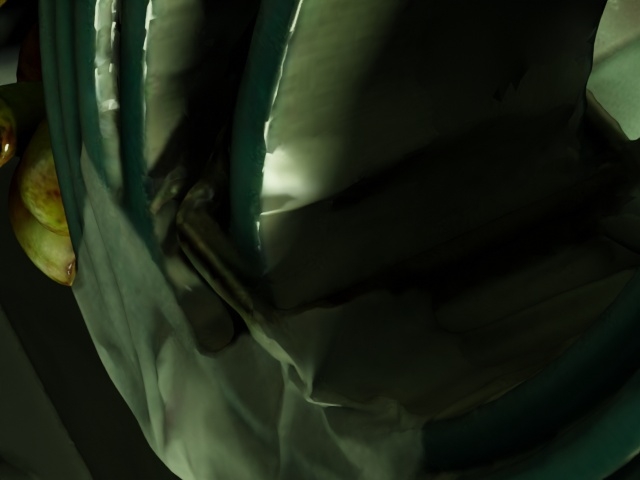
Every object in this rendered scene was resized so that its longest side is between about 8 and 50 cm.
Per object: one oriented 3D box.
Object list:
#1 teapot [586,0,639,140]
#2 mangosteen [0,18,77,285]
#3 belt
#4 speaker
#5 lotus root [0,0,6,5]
[{"bbox_3d":[0.275,-0.037,1.151,0.233,0.312,0.315,-28,174,17],"label":"teapot"},{"bbox_3d":[-0.060,-0.046,0.758,0.230,0.194,0.194,6,161,-18],"label":"mangosteen"},{"bbox_3d":[0.063,-0.069,0.428,0.173,0.300,0.436,-19,155,-28],"label":"belt"},{"bbox_3d":[-0.231,0.103,0.893,0.254,0.232,0.184,-25,-175,13],"label":"speaker"},{"bbox_3d":[-0.135,-0.095,0.511,0.108,0.094,0.190,11,175,1],"label":"lotus root"}]
